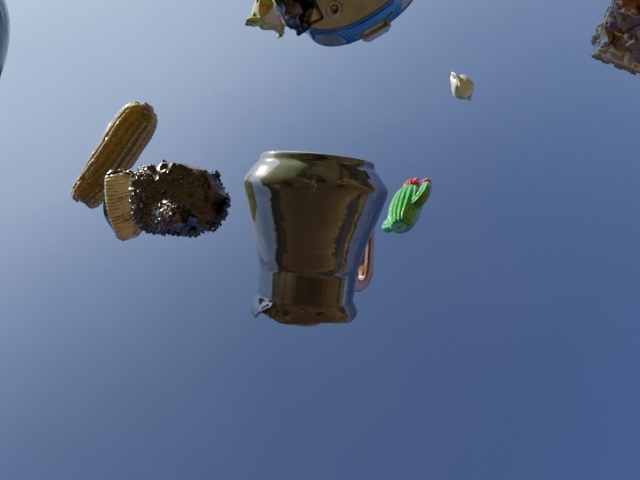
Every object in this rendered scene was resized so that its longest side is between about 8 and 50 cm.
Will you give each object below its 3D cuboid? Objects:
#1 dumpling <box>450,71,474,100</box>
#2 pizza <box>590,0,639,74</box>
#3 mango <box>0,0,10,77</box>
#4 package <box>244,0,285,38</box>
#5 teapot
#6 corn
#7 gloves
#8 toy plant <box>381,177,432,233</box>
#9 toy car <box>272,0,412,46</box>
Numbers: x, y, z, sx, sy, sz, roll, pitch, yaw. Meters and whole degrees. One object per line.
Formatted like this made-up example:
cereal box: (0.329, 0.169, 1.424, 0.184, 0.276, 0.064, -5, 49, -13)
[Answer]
dumpling: (0.312, -0.347, 1.075, 0.076, 0.057, 0.052, 0, -63, -35)
pizza: (0.368, -0.216, 0.447, 0.086, 0.305, 0.161, -41, -72, 2)
mango: (-0.439, -0.176, 0.446, 0.201, 0.225, 0.381, -7, -116, 25)
package: (-0.156, -0.819, 1.640, 0.168, 0.226, 0.090, -1, -140, -40)
teapot: (0.000, 0.000, 1.062, 0.306, 0.376, 0.361, 11, -82, 39)
corn: (-0.607, -0.253, 1.411, 0.120, 0.120, 0.363, 37, -87, 3)
gloves: (-0.368, -0.092, 1.135, 0.313, 0.135, 0.210, -10, -119, 10)
toy plant: (0.266, -0.116, 1.412, 0.088, 0.155, 0.240, 41, -113, -11)
toy car: (0.012, -0.399, 0.636, 0.198, 0.166, 0.314, -27, -94, 15)
